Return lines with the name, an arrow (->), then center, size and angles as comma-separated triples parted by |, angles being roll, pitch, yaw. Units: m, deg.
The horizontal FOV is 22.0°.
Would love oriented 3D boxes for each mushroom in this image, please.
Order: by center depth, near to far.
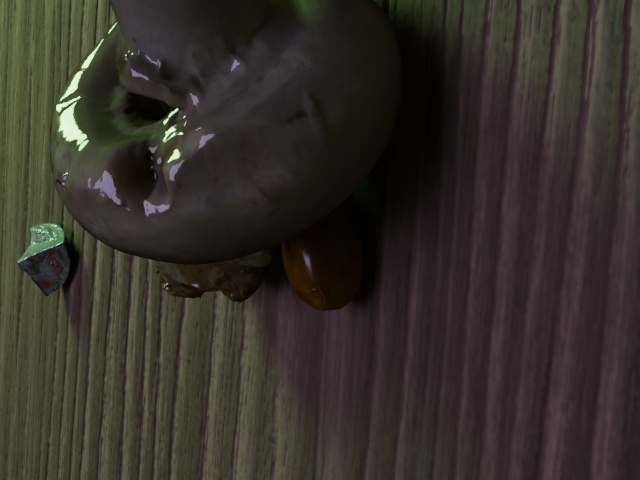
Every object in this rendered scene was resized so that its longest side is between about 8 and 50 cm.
mushroom -> -0.101, -0.137, 1.228 | 0.292, 0.290, 0.292 | -19, 44, 19

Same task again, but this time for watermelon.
watermelon -> -0.319, 0.015, 1.864 | 0.085, 0.061, 0.085 | 15, 110, 51

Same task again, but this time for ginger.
ginger -> -0.092, -0.021, 1.435 | 0.216, 0.102, 0.157 | -13, 73, 59

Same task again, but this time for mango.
mango -> 0.000, 0.000, 1.319 | 0.080, 0.060, 0.114 | 140, 122, -70
